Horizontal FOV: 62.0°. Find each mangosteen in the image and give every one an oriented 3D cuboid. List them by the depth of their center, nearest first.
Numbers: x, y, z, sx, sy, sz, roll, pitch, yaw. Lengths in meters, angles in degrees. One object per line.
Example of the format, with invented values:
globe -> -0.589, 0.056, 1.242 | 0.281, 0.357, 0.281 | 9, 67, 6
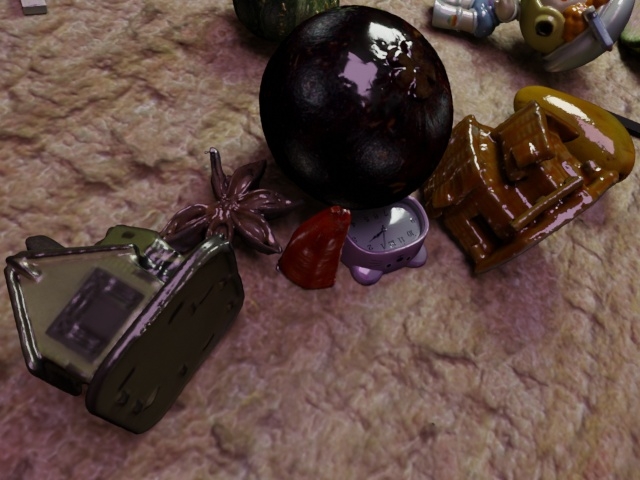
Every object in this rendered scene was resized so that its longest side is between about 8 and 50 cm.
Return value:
mangosteen -> 0.042, -0.177, 0.750 | 0.288, 0.288, 0.287 | 7, 59, -12

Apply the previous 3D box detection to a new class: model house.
model house -> -0.255, 0.045, 0.581 | 0.279, 0.218, 0.204 | 29, 64, 11
model house -> 0.286, -0.101, 0.832 | 0.220, 0.199, 0.229 | -30, 76, -41

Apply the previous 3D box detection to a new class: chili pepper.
chili pepper -> 0.003, 0.003, 0.698 | 0.088, 0.169, 0.064 | 19, 58, -7

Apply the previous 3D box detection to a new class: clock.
clock -> 0.097, -0.004, 0.798 | 0.153, 0.050, 0.110 | -18, 67, -24

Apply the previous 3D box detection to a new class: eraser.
eraser -> -0.484, -0.412, 0.888 | 0.038, 0.019, 0.083 | -16, 66, -22

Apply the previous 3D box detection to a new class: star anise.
star anise -> -0.116, -0.032, 0.738 | 0.172, 0.063, 0.207 | 16, 56, 7

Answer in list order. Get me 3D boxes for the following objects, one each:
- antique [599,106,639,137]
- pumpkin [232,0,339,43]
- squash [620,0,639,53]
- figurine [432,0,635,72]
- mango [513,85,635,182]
antique -> 0.642, -0.238, 1.110 | 0.192, 0.015, 0.031 | 20, 59, -3
pumpkin -> -0.059, -0.424, 0.940 | 0.191, 0.146, 0.190 | -7, 41, 6
squash -> 0.907, -0.479, 1.204 | 0.309, 0.310, 0.310 | 33, 55, -18
figurine -> 0.429, -0.476, 1.108 | 0.382, 0.205, 0.224 | 19, 59, 19
mango -> 0.465, -0.202, 0.985 | 0.139, 0.113, 0.253 | -33, 67, -25
